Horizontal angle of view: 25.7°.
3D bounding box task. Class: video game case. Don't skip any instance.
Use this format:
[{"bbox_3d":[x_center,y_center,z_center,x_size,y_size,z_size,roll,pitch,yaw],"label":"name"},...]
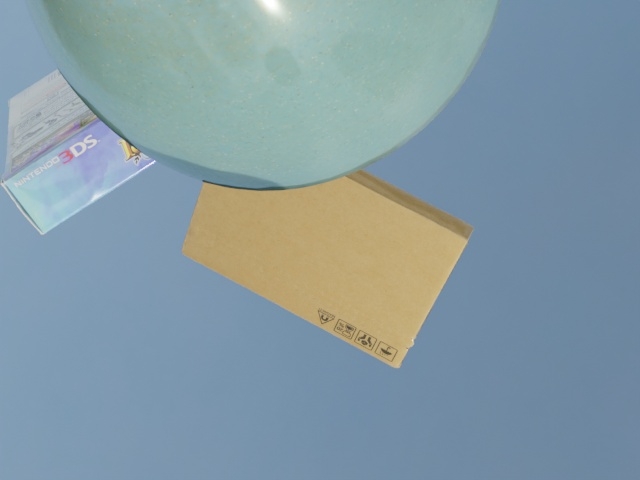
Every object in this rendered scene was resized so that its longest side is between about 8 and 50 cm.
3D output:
[{"bbox_3d":[-0.141,-0.136,1.195,0.270,0.061,0.244,-32,-158,3],"label":"video game case"}]

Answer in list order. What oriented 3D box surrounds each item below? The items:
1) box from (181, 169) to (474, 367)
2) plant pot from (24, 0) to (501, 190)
[{"bbox_3d":[0.000,0.000,1.072,0.021,0.201,0.164,-57,174,-44],"label":"box"},{"bbox_3d":[-0.055,-0.182,0.769,0.290,0.195,0.290,-1,-95,16],"label":"plant pot"}]
